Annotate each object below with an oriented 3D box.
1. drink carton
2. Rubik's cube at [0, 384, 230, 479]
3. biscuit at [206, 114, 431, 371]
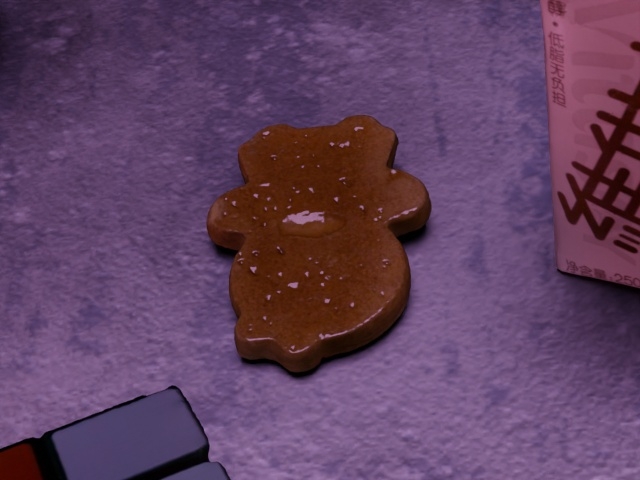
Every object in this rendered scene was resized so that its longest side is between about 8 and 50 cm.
[{"bbox_3d":[0.249,-0.097,0.946,0.194,0.324,0.132,13,53,22],"label":"drink carton"},{"bbox_3d":[-0.105,0.208,0.766,0.167,0.183,0.180,-19,28,-13],"label":"Rubik's cube"},{"bbox_3d":[0.000,0.000,1.082,0.166,0.036,0.225,-7,49,2],"label":"biscuit"}]
